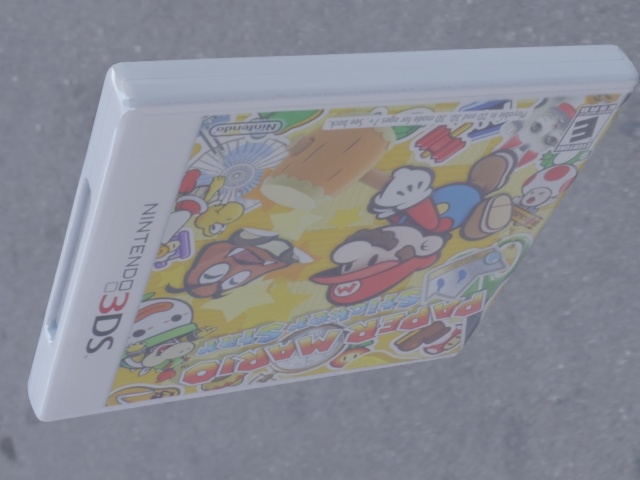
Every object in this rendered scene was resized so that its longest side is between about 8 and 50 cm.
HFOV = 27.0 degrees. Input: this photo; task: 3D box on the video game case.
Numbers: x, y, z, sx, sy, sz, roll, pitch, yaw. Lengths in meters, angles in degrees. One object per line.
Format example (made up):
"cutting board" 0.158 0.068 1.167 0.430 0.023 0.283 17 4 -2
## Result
"video game case" 0.000 0.000 0.576 0.026 0.227 0.206 65 148 31
